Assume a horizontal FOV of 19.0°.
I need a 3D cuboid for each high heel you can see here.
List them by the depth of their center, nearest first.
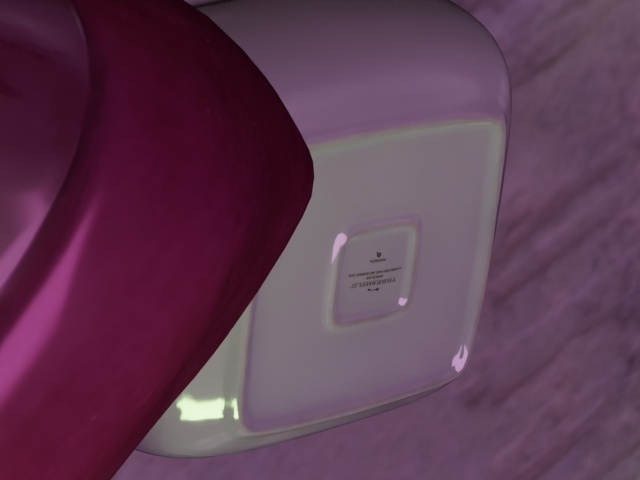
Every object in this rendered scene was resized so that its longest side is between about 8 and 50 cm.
[{"bbox_3d":[-0.135,0.112,0.363,0.377,0.127,0.181,-55,145,11],"label":"high heel"}]

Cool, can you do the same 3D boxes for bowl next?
[{"bbox_3d":[0.000,0.000,0.570,0.142,0.053,0.142,-10,119,-36],"label":"bowl"}]
